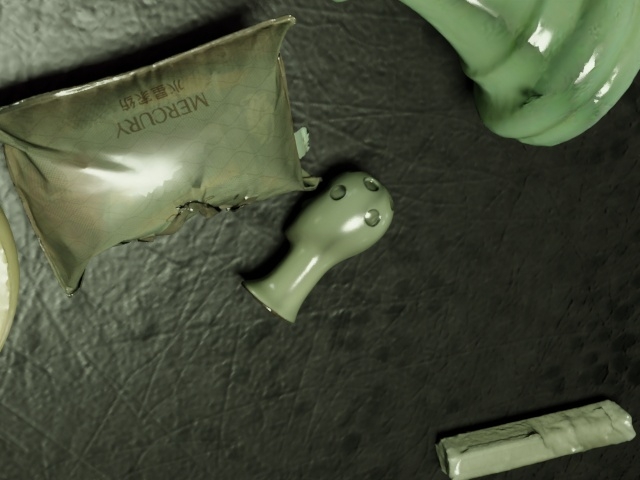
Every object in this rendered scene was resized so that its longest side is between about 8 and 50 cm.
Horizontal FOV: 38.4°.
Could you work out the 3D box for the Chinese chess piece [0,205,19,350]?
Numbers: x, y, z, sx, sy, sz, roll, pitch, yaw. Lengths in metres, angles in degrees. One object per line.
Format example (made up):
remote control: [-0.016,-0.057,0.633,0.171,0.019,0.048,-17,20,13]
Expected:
Chinese chess piece: [-0.356,0.030,0.686,0.251,0.097,0.250,-7,109,-22]

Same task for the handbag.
handbag: [-0.127,-0.067,0.753,0.271,0.117,0.182,-22,123,-18]

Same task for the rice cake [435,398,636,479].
rice cake: [0.246,0.230,1.054,0.256,0.057,0.052,-7,112,-22]

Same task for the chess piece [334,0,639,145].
chess piece: [0.112,-0.219,0.781,0.299,0.194,0.194,23,97,-20]

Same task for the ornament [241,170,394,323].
ornament: [0.000,0.000,0.856,0.156,0.081,0.075,-49,153,0]
